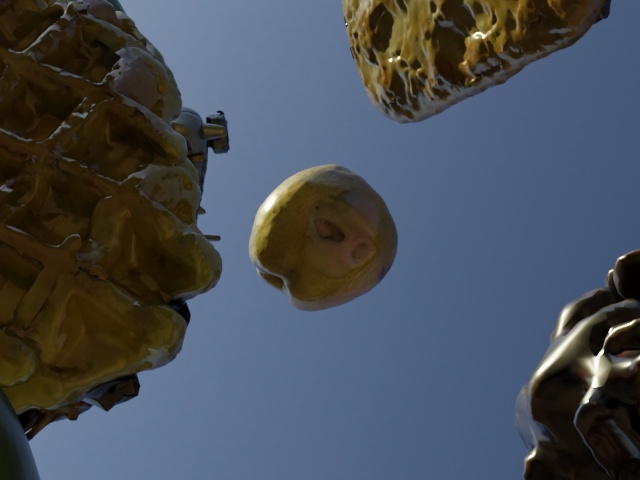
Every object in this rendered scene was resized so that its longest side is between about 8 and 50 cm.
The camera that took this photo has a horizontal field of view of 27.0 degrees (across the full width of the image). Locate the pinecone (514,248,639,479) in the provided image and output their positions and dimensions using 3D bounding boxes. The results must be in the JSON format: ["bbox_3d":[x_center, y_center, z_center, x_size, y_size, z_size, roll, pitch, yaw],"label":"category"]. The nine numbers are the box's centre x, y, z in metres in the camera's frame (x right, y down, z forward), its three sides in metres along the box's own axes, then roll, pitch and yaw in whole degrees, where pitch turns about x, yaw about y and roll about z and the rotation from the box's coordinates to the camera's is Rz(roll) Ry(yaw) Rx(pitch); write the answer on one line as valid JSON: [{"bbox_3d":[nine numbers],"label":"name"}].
[{"bbox_3d":[0.343,0.194,1.077,0.397,0.397,0.398,4,-81,31],"label":"pinecone"}]

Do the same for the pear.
[{"bbox_3d":[0.000,0.000,1.583,0.178,0.178,0.178,4,-81,31],"label":"pear"}]

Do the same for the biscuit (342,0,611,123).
[{"bbox_3d":[0.064,-0.130,0.659,0.247,0.029,0.118,-21,-91,68],"label":"biscuit"}]

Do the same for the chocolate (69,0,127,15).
[{"bbox_3d":[-0.219,-0.186,1.242,0.110,0.110,0.291,3,-45,31],"label":"chocolate"}]

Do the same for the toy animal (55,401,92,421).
[{"bbox_3d":[-0.279,0.157,0.930,0.116,0.255,0.114,46,-26,-6],"label":"toy animal"}]

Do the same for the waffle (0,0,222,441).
[{"bbox_3d":[-0.261,-0.028,0.844,0.095,0.379,0.382,86,-17,-53],"label":"waffle"}]

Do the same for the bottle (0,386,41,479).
[{"bbox_3d":[-0.167,0.076,0.472,0.112,0.260,0.112,-10,-126,14],"label":"bottle"}]

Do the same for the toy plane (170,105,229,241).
[{"bbox_3d":[-0.127,-0.055,1.246,0.092,0.286,0.108,-7,-101,-5],"label":"toy plane"}]
